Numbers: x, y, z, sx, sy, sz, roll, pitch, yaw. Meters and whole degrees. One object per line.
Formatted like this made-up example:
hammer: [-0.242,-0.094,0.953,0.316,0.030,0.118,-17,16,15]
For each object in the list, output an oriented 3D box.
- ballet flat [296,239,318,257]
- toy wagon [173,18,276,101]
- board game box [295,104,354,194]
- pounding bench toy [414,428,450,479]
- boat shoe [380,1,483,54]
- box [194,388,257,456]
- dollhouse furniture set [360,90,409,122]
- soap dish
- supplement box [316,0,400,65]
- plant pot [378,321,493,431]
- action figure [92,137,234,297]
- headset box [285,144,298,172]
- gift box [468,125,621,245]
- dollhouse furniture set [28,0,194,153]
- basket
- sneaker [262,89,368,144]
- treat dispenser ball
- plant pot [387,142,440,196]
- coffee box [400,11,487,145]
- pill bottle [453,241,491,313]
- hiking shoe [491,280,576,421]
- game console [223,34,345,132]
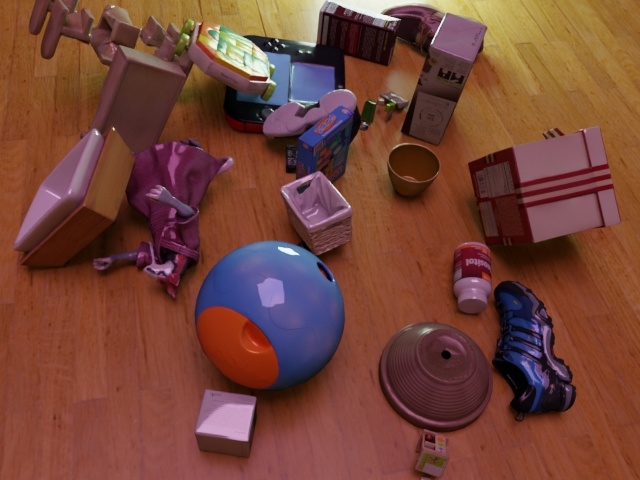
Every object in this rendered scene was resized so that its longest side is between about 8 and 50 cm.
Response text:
ballet flat: [0.000,0.000,1.451,0.173,0.049,0.057,-29,65,-24]
toy wagon: [-0.247,-0.504,1.649,0.267,0.068,0.344,24,32,-22]
board game box: [0.007,-0.206,1.506,0.047,0.210,0.160,34,57,20]
pounding bench toy: [0.208,0.414,1.169,0.052,0.083,0.065,17,22,4]
boat shoe: [0.350,-0.651,1.931,0.342,0.123,0.123,12,52,-5]
box: [-0.174,0.343,1.148,0.102,0.101,0.087,9,54,1]
dollhouse furniture set: [0.184,-0.381,1.771,0.076,0.058,0.152,35,38,28]
soap dish: [-0.531,-0.084,1.336,0.118,0.291,0.229,33,43,-33]
supplement box: [0.113,-0.637,1.887,0.239,0.130,0.073,19,54,7]
plant pot: [0.242,0.256,1.251,0.237,0.109,0.237,2,53,-3]
action figure: [-0.343,-0.038,1.407,0.276,0.248,0.370,16,54,-50]
headset box: [-0.061,-0.218,1.619,0.062,0.032,0.083,1,53,-6]
gift box: [0.522,-0.130,1.456,0.258,0.276,0.255,-13,95,-11]
dollhouse furniture set: [-0.526,-0.426,1.583,0.362,0.256,0.394,7,35,-43]
basket: [-0.007,-0.062,1.419,0.113,0.103,0.167,-24,47,-12]
sneaker: [-0.009,-0.291,1.605,0.269,0.153,0.101,-12,57,24]
treat dispenser ball: [-0.096,0.144,1.188,0.288,0.288,0.288,3,53,-4]
plant pot: [0.231,-0.168,1.571,0.134,0.095,0.134,3,54,-3]
coffee box: [0.326,-0.425,1.646,0.119,0.297,0.168,22,54,7]
pill bottle: [0.347,0.085,1.401,0.086,0.086,0.152,9,54,1]
hiking shoe: [0.420,0.217,1.294,0.132,0.113,0.304,-7,55,-12]
game console: [-0.096,-0.452,1.773,0.342,0.060,0.386,3,54,-3]
